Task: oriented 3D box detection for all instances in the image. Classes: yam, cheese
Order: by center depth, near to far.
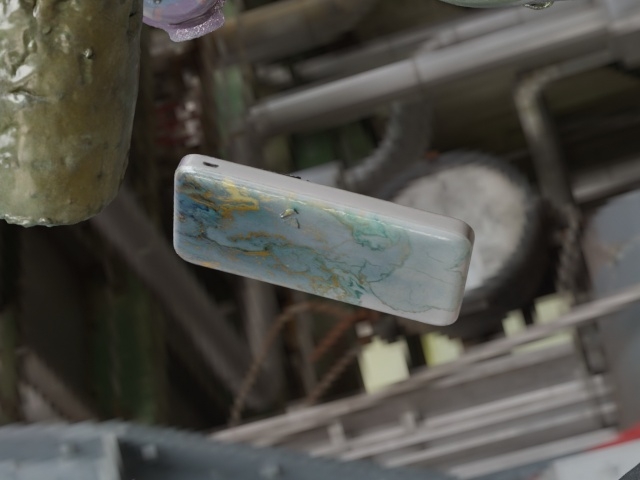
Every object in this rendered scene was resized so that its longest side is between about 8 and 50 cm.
[{"bbox_3d":[-0.162,-0.113,1.182,0.107,0.107,0.194,-67,-16,-69],"label":"yam"},{"bbox_3d":[-0.131,-0.238,1.492,0.042,0.105,0.191,-88,-25,-60],"label":"cheese"}]

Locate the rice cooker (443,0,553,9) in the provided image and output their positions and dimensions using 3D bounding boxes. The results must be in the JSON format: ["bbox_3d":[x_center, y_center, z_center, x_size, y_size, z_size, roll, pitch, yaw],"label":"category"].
[{"bbox_3d":[0.173,-0.323,1.514,0.277,0.288,0.288,-16,-90,-56],"label":"rice cooker"}]

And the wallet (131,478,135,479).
[{"bbox_3d":[-0.233,0.315,1.894,0.030,0.111,0.166,38,-128,-4],"label":"wallet"}]

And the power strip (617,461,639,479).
[{"bbox_3d":[0.228,0.275,1.392,0.070,0.105,0.257,38,-152,-15],"label":"power strip"}]

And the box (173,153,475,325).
[{"bbox_3d":[0.000,0.000,1.825,0.142,0.285,0.044,95,-169,-52],"label":"box"}]
